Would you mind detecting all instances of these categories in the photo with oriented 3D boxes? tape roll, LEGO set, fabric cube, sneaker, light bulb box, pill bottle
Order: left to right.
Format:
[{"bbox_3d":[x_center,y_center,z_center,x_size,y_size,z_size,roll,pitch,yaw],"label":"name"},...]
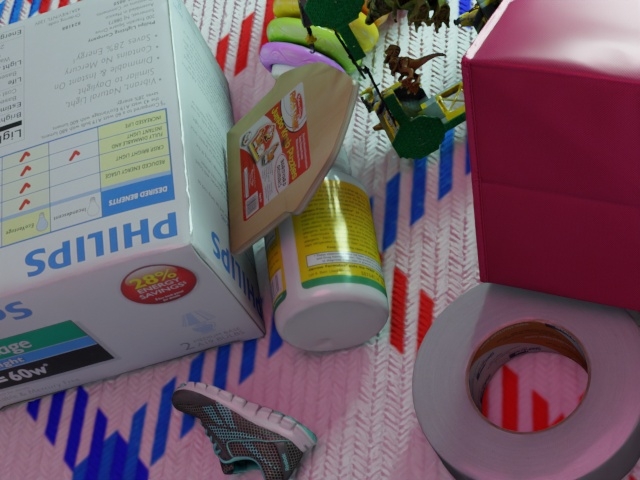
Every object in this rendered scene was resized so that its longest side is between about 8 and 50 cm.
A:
[{"bbox_3d":[-0.275,-0.046,1.341,0.358,0.225,0.361,-16,57,10],"label":"light bulb box"},{"bbox_3d":[-0.089,0.196,1.230,0.167,0.065,0.076,17,72,30],"label":"sneaker"},{"bbox_3d":[0.000,0.000,1.278,0.118,0.117,0.208,-16,56,11],"label":"pill bottle"},{"bbox_3d":[0.096,-0.267,1.292,0.255,0.331,0.192,-35,46,14],"label":"LEGO set"},{"bbox_3d":[0.200,0.140,1.148,0.219,0.072,0.219,-9,58,14],"label":"tape roll"},{"bbox_3d":[0.299,-0.104,1.108,0.258,0.259,0.254,10,43,25],"label":"fabric cube"}]

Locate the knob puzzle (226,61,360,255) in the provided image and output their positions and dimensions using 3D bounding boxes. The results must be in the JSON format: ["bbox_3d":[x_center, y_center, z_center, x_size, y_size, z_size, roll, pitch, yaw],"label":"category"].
[{"bbox_3d":[-0.023,-0.097,1.235,0.213,0.030,0.213,-33,43,38],"label":"knob puzzle"}]

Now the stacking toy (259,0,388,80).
[{"bbox_3d":[-0.005,-0.228,1.416,0.166,0.175,0.301,17,81,24],"label":"stacking toy"}]
